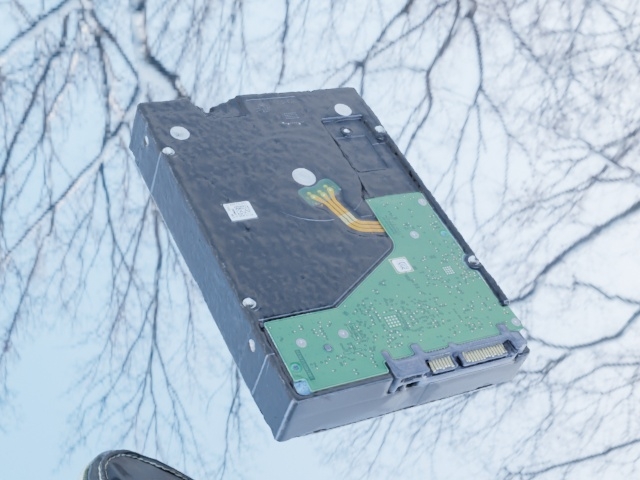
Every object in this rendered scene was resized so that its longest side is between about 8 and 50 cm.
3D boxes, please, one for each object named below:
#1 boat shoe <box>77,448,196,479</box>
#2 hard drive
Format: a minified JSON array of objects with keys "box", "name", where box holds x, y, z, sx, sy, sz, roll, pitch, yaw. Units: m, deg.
[{"box":[-0.083,0.299,0.985,0.340,0.113,0.127,40,-146,12],"name":"boat shoe"},{"box":[0.000,0.000,0.884,0.237,0.064,0.339,-10,-130,-30],"name":"hard drive"}]
